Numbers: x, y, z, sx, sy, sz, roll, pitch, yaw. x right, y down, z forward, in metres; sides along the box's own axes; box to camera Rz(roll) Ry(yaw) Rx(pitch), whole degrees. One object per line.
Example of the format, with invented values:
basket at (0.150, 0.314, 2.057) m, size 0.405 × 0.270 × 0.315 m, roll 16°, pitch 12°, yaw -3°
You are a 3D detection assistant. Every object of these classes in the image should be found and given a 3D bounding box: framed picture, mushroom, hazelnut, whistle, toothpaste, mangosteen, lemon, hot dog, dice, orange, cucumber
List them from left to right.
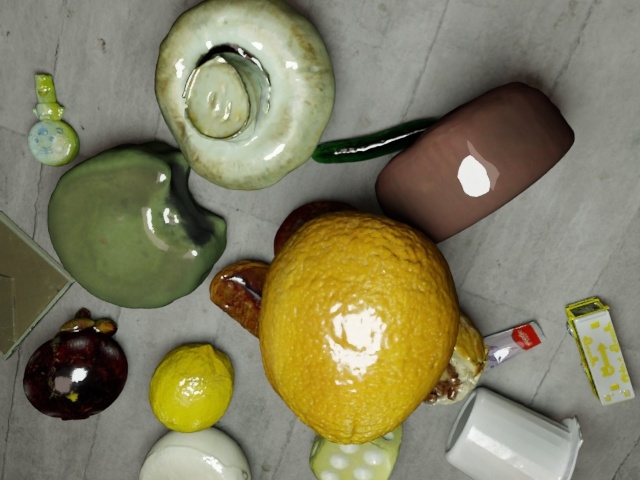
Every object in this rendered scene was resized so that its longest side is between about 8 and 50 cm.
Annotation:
framed picture at (-0.805, 0.124, 1.243) m, size 0.247 × 0.022 × 0.335 m, roll 44°, pitch 108°, yaw -6°
whistle at (-0.596, -0.263, 1.083) m, size 0.104 × 0.057 × 0.198 m, roll -5°, pitch 99°, yaw -1°
mangosteen at (-0.579, 0.291, 1.174) m, size 0.228 × 0.228 × 0.265 m, roll -14°, pitch 66°, yaw 13°
lemon at (-0.300, 0.345, 1.144) m, size 0.192 × 0.192 × 0.231 m, roll 27°, pitch 102°, yaw 0°
mushroom at (-0.145, -0.267, 0.901) m, size 0.352 × 0.260 × 0.352 m, roll 4°, pitch 106°, yaw 13°
hot dog at (-0.140, 0.140, 1.104) m, size 0.160 × 0.099 × 0.227 m, roll -38°, pitch 103°, yaw 16°
hazelnut at (0.000, 0.000, 1.003) m, size 0.204 × 0.178 × 0.178 m, roll -22°, pitch 103°, yaw -3°
dice at (0.080, 0.469, 1.134) m, size 0.166 × 0.169 × 0.169 m, roll 25°, pitch 109°, yaw 1°
orange at (0.055, 0.133, 0.778) m, size 0.322 × 0.322 × 0.357 m, roll 10°, pitch 97°, yaw 6°
cucumber at (0.117, -0.197, 0.992) m, size 0.284 × 0.056 × 0.056 m, roll -10°, pitch 105°, yaw 15°
toothpaste at (0.353, 0.266, 1.099) m, size 0.301 × 0.048 × 0.075 m, roll -31°, pitch 96°, yaw 14°

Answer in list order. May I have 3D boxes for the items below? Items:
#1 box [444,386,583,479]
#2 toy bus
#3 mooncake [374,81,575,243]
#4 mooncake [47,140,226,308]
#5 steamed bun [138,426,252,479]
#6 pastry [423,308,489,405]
box at (0.383, 0.463, 1.049) m, size 0.206 × 0.262 × 0.291 m, roll 28°, pitch 67°, yaw 16°
toy bus at (0.587, 0.236, 1.037) m, size 0.081 × 0.074 × 0.226 m, roll -19°, pitch 104°, yaw 14°
mooncake at (0.253, -0.135, 0.849) m, size 0.334 × 0.326 × 0.174 m, roll -38°, pitch 86°, yaw 6°
mooncake at (-0.383, -0.030, 1.049) m, size 0.351 × 0.187 × 0.351 m, roll 1°, pitch 108°, yaw 4°
steamed bun at (-0.299, 0.588, 1.223) m, size 0.283 × 0.177 × 0.283 m, roll 2°, pitch 100°, yaw 11°
pastry at (0.231, 0.194, 1.016) m, size 0.256 × 0.170 × 0.237 m, roll 41°, pitch 148°, yaw 18°
